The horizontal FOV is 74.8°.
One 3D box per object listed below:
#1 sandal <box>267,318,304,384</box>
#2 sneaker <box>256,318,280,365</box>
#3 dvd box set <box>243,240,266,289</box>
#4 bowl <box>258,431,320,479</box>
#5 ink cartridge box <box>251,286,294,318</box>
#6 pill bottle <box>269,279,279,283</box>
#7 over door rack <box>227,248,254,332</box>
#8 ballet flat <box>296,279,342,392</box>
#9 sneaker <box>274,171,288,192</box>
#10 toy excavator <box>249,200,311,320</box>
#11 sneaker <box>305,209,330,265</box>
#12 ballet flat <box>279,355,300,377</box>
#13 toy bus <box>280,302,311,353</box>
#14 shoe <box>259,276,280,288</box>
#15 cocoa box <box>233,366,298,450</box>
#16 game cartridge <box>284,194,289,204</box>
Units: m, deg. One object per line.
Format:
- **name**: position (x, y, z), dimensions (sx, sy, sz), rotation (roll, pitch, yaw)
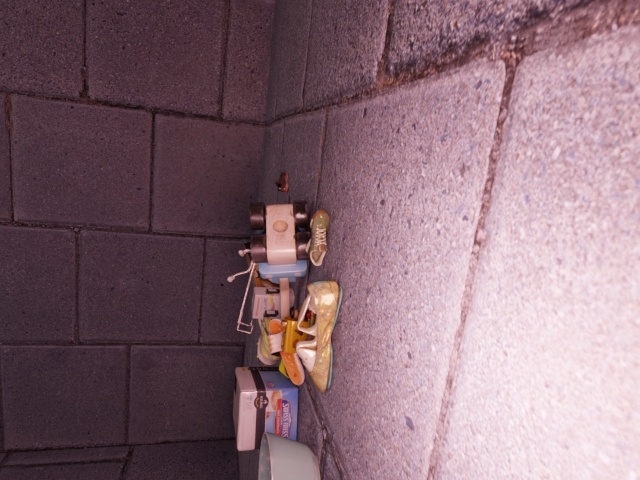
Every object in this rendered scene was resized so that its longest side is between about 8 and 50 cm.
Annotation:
- **sandal**: position (-0.140, 0.421, 1.573), dimensions (0.102, 0.076, 0.265), rotation (-36, 72, 36)
- **sneaker**: position (-0.217, 0.392, 1.995), dimensions (0.147, 0.145, 0.384), rotation (-42, 46, 41)
- **dvd box set**: position (-0.333, 0.246, 2.285), dimensions (0.307, 0.062, 0.419), rotation (-133, 32, -63)
- **bowl**: position (-0.098, 0.771, 1.322), dimensions (0.311, 0.163, 0.310), rotation (-176, 90, -76)
- **ink cartridge box**: position (-0.213, 0.279, 1.858), dimensions (0.072, 0.175, 0.127), rotation (-113, 30, -61)
- **pill bottle**: position (-0.193, 0.073, 1.925), dimensions (0.245, 0.131, 0.130), rotation (-105, 24, -52)
- **over door rack**: position (-0.321, 0.199, 1.698), dimensions (0.239, 0.108, 0.323), rotation (160, 112, -81)
- **ballet flat**: position (-0.016, 0.280, 1.226), dimensions (0.123, 0.124, 0.347), rotation (-133, 48, -70)
- **sneaker**: position (-0.208, -0.312, 2.204), dimensions (0.157, 0.065, 0.061), rotation (-103, 22, -48)
- **toy excavator**: position (-0.143, 0.114, 1.668), dimensions (0.445, 0.223, 0.432), rotation (91, 174, -60)
- **sneaker**: position (0.000, 0.000, 1.352), dimensions (0.086, 0.065, 0.192), rotation (-112, 28, -44)
- **ballet flat**: position (-0.116, 0.466, 1.675), dimensions (0.077, 0.077, 0.230), rotation (48, 138, 41)
- **toy bus**: position (-0.088, 0.304, 1.493), dimensions (0.202, 0.105, 0.190), rotation (-102, 25, -45)
- **shoe**: position (-0.214, 0.210, 2.025), dimensions (0.219, 0.077, 0.058), rotation (13, 137, 50)
- **cocoa box**: position (-0.236, 0.680, 1.742), dimensions (0.347, 0.228, 0.231), rotation (172, 101, -75)
- **game cartridge**: position (-0.172, -0.193, 2.137), dimensions (0.083, 0.017, 0.055), rotation (135, 140, -69)
